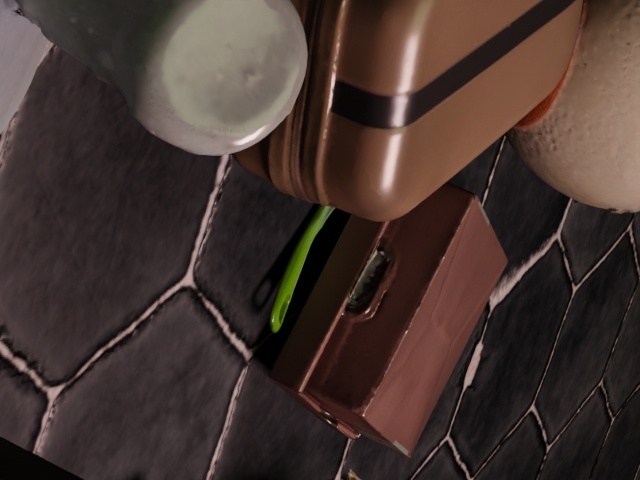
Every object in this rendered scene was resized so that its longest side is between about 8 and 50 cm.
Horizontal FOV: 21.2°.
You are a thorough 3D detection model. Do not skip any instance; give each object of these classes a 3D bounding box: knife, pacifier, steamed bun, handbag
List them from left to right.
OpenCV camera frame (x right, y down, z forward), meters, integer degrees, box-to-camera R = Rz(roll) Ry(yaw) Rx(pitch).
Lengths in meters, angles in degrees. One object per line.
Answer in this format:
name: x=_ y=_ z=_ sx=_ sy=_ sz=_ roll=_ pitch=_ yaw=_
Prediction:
pacifier: x=-0.100 y=-0.121 z=0.826 sx=0.279 sy=0.207 sz=0.227 roll=-62 pitch=172 yaw=-9
knife: x=-0.002 y=-0.001 z=1.323 sx=0.166 sy=0.022 sz=0.078 roll=-59 pitch=157 yaw=-18
handbag: x=0.071 y=-0.184 z=1.171 sx=0.302 sy=0.149 sz=0.283 roll=-36 pitch=140 yaw=-44
steamed bun: x=0.232 y=-0.167 z=1.403 sx=0.177 sy=0.283 sz=0.283 roll=10 pitch=107 yaw=-19

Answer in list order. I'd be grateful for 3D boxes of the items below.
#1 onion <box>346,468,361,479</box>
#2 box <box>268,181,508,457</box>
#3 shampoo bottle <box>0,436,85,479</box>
onion: x=0.004 y=0.325 z=1.402 sx=0.200 sy=0.200 sz=0.207 roll=-46 pitch=155 yaw=-36
box: x=0.065 y=0.058 z=1.410 sx=0.215 sy=0.086 sz=0.215 roll=-62 pitch=161 yaw=-9
shampoo bottle: x=-0.171 y=0.145 z=0.856 sx=0.080 sy=0.246 sz=0.079 roll=11 pitch=100 yaw=-64
